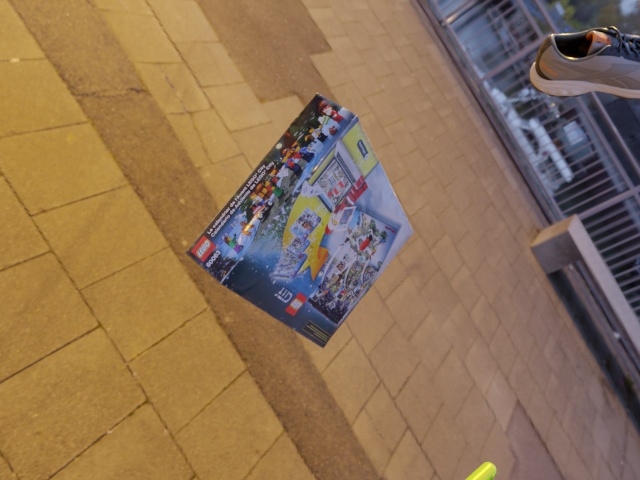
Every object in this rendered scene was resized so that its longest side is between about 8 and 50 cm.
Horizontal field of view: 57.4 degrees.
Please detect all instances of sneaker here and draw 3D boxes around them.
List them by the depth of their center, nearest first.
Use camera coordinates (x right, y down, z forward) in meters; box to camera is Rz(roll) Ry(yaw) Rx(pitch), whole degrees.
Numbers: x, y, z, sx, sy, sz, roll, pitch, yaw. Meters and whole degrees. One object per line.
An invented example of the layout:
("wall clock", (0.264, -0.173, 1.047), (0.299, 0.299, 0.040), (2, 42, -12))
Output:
("sneaker", (0.502, -0.306, 0.988), (0.108, 0.271, 0.100), (72, 21, -60))

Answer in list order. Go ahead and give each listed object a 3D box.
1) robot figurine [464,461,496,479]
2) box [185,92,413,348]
("robot figurine", (0.170, 0.259, 0.534), (0.101, 0.067, 0.115), (51, -4, 21))
("box", (0.000, 0.000, 0.529), (0.044, 0.159, 0.233), (36, -6, 28))
